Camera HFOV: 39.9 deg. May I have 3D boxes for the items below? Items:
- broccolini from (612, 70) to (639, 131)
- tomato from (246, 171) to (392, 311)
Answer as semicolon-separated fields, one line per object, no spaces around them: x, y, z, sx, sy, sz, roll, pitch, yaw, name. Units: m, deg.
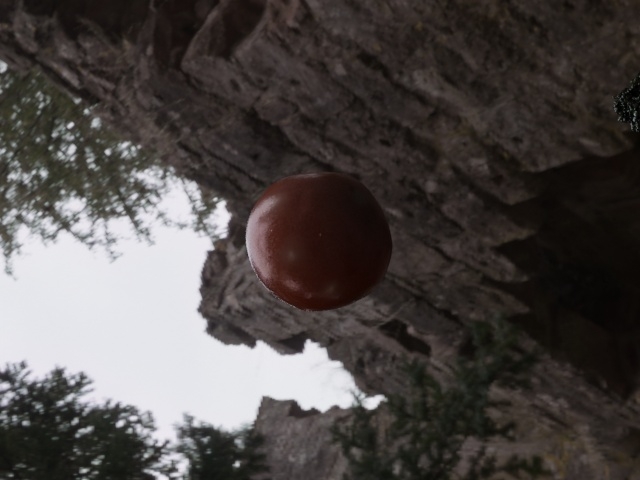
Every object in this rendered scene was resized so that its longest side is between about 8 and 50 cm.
0.317;-0.153;0.778;0.074;0.058;0.201;39;-133;1;broccolini
0.000;0.000;1.523;0.256;0.224;0.256;28;-130;-40;tomato
